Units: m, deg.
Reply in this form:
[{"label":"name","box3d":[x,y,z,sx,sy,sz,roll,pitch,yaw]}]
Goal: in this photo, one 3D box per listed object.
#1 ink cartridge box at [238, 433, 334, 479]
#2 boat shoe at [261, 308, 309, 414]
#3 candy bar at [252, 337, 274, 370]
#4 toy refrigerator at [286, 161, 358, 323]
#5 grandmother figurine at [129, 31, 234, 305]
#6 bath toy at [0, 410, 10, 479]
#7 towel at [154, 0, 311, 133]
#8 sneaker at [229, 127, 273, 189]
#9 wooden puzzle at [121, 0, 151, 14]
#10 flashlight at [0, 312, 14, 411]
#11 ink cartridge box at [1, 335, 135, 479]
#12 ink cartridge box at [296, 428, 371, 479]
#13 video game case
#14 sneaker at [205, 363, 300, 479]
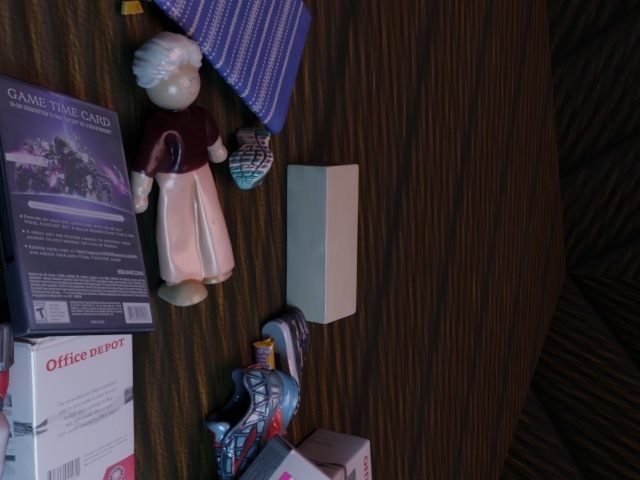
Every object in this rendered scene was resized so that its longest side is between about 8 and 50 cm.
[{"label":"ink cartridge box","box3d":[-0.074,0.463,1.250,0.275,0.060,0.239,-50,125,-10]},{"label":"boat shoe","box3d":[-0.050,0.211,1.428,0.083,0.065,0.183,-28,118,-57]},{"label":"candy bar","box3d":[-0.092,0.238,1.390,0.018,0.040,0.161,-123,-150,-72]},{"label":"toy refrigerator","box3d":[0.000,0.000,1.461,0.102,0.094,0.269,-13,106,-55]},{"label":"grandmother figurine","box3d":[-0.179,-0.100,1.090,0.208,0.104,0.342,-58,147,-62]},{"label":"bath toy","box3d":[-0.401,0.208,0.624,0.348,0.151,0.129,-2,79,-50]},{"label":"towel","box3d":[-0.117,-0.337,1.214,0.336,0.040,0.243,45,51,-54]},{"label":"sneaker","box3d":[-0.101,-0.106,1.236,0.166,0.065,0.076,-84,178,-60]},{"label":"wooden puzzle","box3d":[-0.217,-0.335,1.032,0.078,0.014,0.116,-31,134,-72]},{"label":"flashlight","box3d":[-0.354,0.224,0.815,0.103,0.103,0.304,-1,98,-36]},{"label":"ink cartridge box","box3d":[-0.292,0.193,0.933,0.159,0.092,0.217,-15,110,-62]},{"label":"ink cartridge box","box3d":[-0.016,0.497,1.487,0.289,0.122,0.211,-29,119,-58]},{"label":"video game case","box3d":[-0.270,-0.032,0.902,0.196,0.026,0.274,11,63,-63]},{"label":"sneaker","box3d":[-0.136,0.313,1.284,0.125,0.104,0.261,28,74,-32]}]
